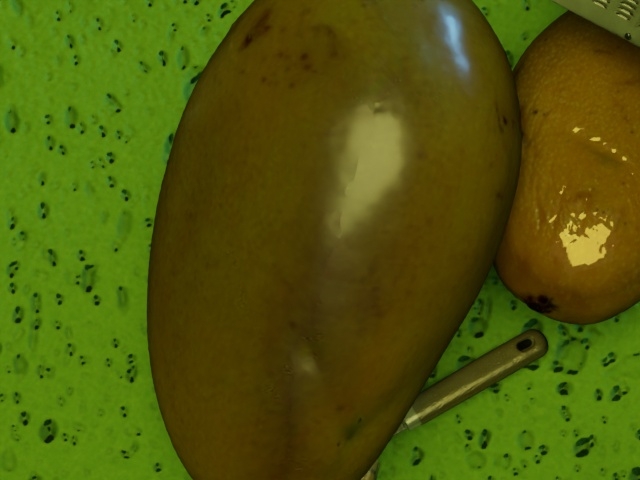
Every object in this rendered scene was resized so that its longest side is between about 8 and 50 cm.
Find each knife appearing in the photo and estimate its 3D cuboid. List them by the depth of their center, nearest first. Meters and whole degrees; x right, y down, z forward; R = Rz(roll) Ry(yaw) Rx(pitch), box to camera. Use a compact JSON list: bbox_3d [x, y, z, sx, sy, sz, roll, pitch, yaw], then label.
[{"bbox_3d":[0.052,0.144,1.580,0.298,0.017,0.047,-29,68,-8],"label":"knife"}]

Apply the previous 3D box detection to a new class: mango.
[{"bbox_3d":[0.000,0.000,1.496,0.300,0.232,0.446,15,91,48],"label":"mango"},{"bbox_3d":[0.223,-0.070,1.564,0.177,0.120,0.295,14,66,5],"label":"mango"}]

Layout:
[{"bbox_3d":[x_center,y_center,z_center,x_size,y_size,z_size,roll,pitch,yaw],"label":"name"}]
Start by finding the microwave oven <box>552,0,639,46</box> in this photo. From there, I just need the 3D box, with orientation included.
[{"bbox_3d":[0.296,-0.250,1.513,0.194,0.240,0.145,26,127,10],"label":"microwave oven"}]

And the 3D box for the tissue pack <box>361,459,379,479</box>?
[{"bbox_3d":[0.002,0.201,1.586,0.083,0.035,0.063,12,81,5],"label":"tissue pack"}]
